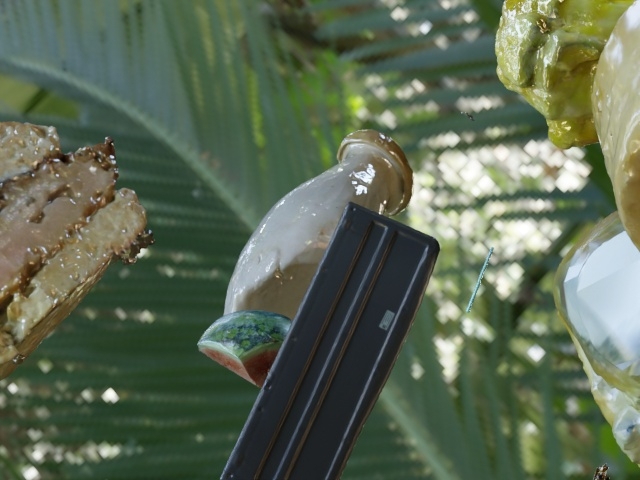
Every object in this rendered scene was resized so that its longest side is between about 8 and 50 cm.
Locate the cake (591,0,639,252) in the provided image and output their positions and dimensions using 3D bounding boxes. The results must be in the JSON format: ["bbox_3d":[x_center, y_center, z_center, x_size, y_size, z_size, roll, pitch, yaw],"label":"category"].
[{"bbox_3d":[0.393,-0.148,1.429,0.321,0.332,0.332,-87,17,-49],"label":"cake"}]

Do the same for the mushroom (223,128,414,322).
[{"bbox_3d":[0.000,0.000,1.788,0.350,0.128,0.128,-50,-13,-45],"label":"mushroom"}]

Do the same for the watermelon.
[{"bbox_3d":[-0.068,0.102,1.615,0.092,0.084,0.072,-28,-38,-35],"label":"watermelon"}]

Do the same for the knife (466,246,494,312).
[{"bbox_3d":[0.198,0.049,2.042,0.014,0.005,0.091,-60,-10,-70],"label":"knife"}]

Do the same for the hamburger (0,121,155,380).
[{"bbox_3d":[-0.265,0.047,1.149,0.245,0.155,0.282,-48,-1,25],"label":"hamburger"}]

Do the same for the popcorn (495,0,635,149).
[{"bbox_3d":[0.367,-0.234,2.125,0.215,0.286,0.252,3,-81,-78],"label":"popcorn"}]

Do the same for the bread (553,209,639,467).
[{"bbox_3d":[0.432,0.054,1.677,0.395,0.239,0.264,-34,-38,21],"label":"bread"}]

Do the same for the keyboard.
[{"bbox_3d":[0.032,0.052,1.424,0.041,0.103,0.381,93,-159,-76],"label":"keyboard"}]

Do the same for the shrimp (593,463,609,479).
[{"bbox_3d":[0.325,0.316,1.999,0.083,0.023,0.114,-113,32,-75],"label":"shrimp"}]
